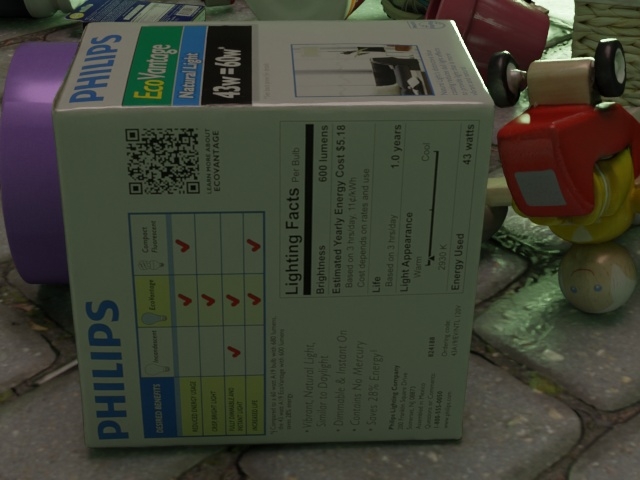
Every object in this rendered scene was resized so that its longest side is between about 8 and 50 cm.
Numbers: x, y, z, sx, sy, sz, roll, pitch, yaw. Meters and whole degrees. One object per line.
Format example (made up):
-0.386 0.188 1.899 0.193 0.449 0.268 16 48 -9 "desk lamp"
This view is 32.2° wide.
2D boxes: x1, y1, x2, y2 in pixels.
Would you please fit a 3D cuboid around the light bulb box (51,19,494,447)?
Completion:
-0.045 -0.009 1.054 0.361 0.358 0.225 0 29 -3 "light bulb box"

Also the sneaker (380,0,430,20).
0.216 -0.449 2.023 0.110 0.122 0.283 -20 36 -30 "sneaker"

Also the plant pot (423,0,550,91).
0.257 -0.325 1.766 0.180 0.201 0.201 16 31 -3 "plant pot"

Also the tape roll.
-0.286 -0.087 1.263 0.090 0.274 0.275 -1 31 -1 "tape roll"

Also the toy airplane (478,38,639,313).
0.321 -0.050 1.275 0.384 0.272 0.386 4 -7 -14 "toy airplane"

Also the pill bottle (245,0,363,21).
0.036 -0.551 2.043 0.224 0.224 0.392 16 44 24 "pill bottle"

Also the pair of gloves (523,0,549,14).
0.371 -0.462 1.955 0.042 0.240 0.204 26 20 -27 "pair of gloves"

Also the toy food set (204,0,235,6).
-0.185 -0.522 2.151 0.105 0.111 0.232 -7 29 -12 "toy food set"

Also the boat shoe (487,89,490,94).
0.158 -0.152 1.571 0.084 0.095 0.258 9 23 31 "boat shoe"

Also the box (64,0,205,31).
-0.336 -0.401 2.020 0.225 0.036 0.136 8 31 10 "box"

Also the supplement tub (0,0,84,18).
-0.584 -0.508 2.047 0.272 0.191 0.191 1 31 2 "supplement tub"

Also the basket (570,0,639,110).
0.530 -0.299 1.635 0.328 0.266 0.331 8 32 13 "basket"
